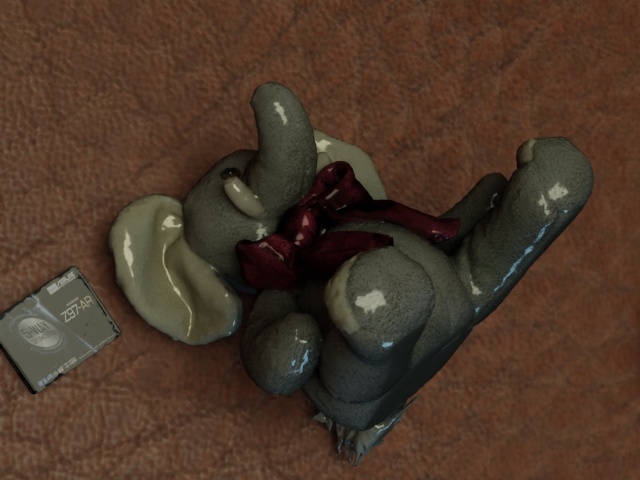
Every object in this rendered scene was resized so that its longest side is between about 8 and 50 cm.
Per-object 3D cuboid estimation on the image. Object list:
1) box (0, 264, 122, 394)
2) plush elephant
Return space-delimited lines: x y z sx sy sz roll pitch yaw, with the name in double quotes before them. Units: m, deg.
"box" -0.206 0.069 1.192 0.083 0.018 0.067 -35 96 -22
"plush elephant" 0.000 0.000 1.170 0.255 0.330 0.272 45 54 14
